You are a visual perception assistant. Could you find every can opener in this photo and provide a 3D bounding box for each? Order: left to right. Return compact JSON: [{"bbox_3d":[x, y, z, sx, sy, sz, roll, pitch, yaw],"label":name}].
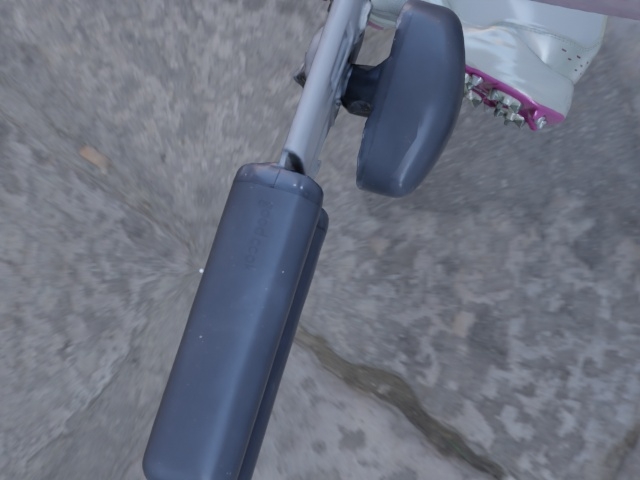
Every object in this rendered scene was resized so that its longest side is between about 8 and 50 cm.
[{"bbox_3d":[0.000,0.000,0.731,0.095,0.076,0.283,14,75,9],"label":"can opener"}]

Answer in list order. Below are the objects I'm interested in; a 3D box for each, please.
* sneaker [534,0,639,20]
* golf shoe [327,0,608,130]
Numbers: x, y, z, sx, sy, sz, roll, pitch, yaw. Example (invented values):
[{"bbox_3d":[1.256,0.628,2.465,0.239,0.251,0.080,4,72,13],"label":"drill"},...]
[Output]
[{"bbox_3d":[0.185,-0.145,0.548,0.302,0.121,0.108,7,47,7],"label":"sneaker"},{"bbox_3d":[0.071,-0.207,1.067,0.306,0.115,0.140,33,92,3],"label":"golf shoe"}]
